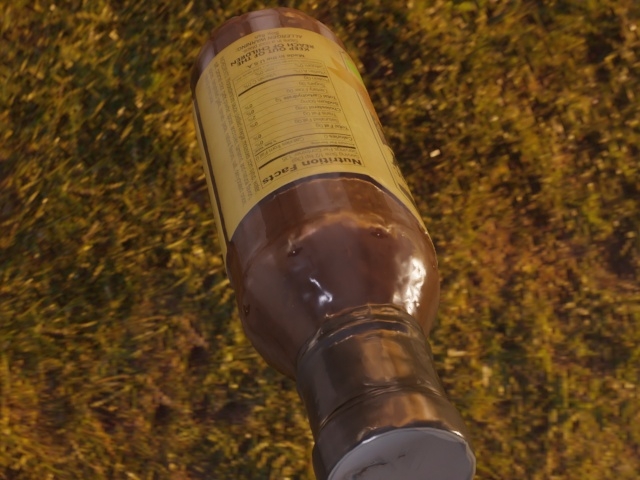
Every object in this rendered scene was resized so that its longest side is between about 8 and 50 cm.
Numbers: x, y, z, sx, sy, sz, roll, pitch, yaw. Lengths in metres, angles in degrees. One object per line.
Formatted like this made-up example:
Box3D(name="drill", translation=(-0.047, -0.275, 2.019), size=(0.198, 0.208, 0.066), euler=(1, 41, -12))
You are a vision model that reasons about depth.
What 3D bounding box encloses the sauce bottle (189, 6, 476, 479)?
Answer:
Box3D(name="sauce bottle", translation=(0.000, 0.000, 0.641), size=(0.111, 0.111, 0.344), euler=(9, 37, -21))
